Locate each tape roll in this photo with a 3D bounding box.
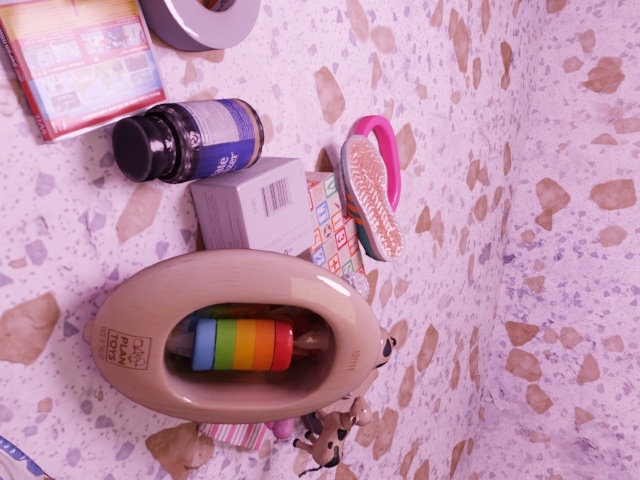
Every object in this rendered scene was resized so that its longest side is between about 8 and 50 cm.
[{"bbox_3d":[-0.193,-0.414,0.814,0.219,0.072,0.219,-16,109,-52],"label":"tape roll"}]

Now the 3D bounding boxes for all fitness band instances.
[{"bbox_3d":[0.141,-0.176,1.333,0.209,0.054,0.290,-39,128,-43],"label":"fitness band"}]

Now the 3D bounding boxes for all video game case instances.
[{"bbox_3d":[-0.329,-0.297,0.693,0.204,0.025,0.285,-39,126,-43],"label":"video game case"}]

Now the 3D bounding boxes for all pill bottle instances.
[{"bbox_3d":[-0.203,-0.156,0.811,0.219,0.123,0.122,-24,116,-49],"label":"pill bottle"}]

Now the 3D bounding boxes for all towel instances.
[{"bbox_3d":[-0.156,0.344,1.060,0.197,0.029,0.144,47,60,-50],"label":"towel"}]

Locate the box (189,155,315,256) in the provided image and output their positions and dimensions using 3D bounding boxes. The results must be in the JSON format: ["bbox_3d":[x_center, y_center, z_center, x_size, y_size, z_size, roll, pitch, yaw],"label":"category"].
[{"bbox_3d":[-0.118,-0.045,0.951,0.181,0.119,0.181,-34,124,-46],"label":"box"}]

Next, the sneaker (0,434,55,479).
[{"bbox_3d":[-0.412,0.321,0.633,0.131,0.112,0.296,-50,133,-35],"label":"sneaker"}]

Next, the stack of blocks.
[{"bbox_3d":[0.000,0.000,1.147,0.171,0.087,0.297,-41,128,-42],"label":"stack of blocks"}]

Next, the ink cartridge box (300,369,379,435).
[{"bbox_3d":[0.034,0.328,1.259,0.235,0.088,0.193,-43,129,-40],"label":"ink cartridge box"}]

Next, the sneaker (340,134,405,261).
[{"bbox_3d":[0.098,-0.090,1.207,0.108,0.121,0.302,-20,97,-27],"label":"sneaker"}]

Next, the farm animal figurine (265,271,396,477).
[{"bbox_3d":[0.035,0.275,1.042,0.327,0.172,0.330,-39,122,-30],"label":"farm animal figurine"}]

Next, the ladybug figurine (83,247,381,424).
[{"bbox_3d":[-0.129,0.140,0.823,0.450,0.162,0.305,9,112,-17],"label":"ladybug figurine"}]
